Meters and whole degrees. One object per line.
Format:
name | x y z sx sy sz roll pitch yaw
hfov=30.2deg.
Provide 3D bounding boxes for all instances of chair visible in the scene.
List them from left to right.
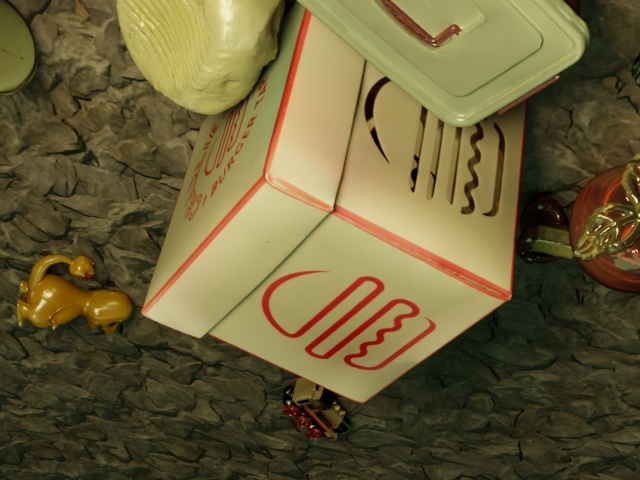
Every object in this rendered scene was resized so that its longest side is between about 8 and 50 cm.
chair | -0.400 -0.240 1.366 0.170 0.160 0.325 35 137 -30

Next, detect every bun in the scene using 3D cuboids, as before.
bun | -0.119 -0.251 1.248 0.231 0.133 0.231 26 126 42

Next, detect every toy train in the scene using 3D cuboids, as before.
toy train | -0.003 0.277 1.937 0.087 0.050 0.138 -15 132 28

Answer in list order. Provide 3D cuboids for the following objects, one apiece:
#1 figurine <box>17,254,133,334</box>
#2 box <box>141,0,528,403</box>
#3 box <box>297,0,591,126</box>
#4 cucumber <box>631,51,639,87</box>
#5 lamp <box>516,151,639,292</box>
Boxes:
figurine | -0.368 0.079 1.804 0.176 0.121 0.122 14 116 -19
box | 0.022 -0.046 1.331 0.300 0.314 0.312 26 140 -17
box | 0.114 -0.271 1.143 0.294 0.167 0.193 36 135 -24
cucumber | 0.412 -0.205 1.198 0.115 0.086 0.193 23 134 -6
lamp | 0.347 -0.004 1.400 0.215 0.151 0.223 17 144 4
